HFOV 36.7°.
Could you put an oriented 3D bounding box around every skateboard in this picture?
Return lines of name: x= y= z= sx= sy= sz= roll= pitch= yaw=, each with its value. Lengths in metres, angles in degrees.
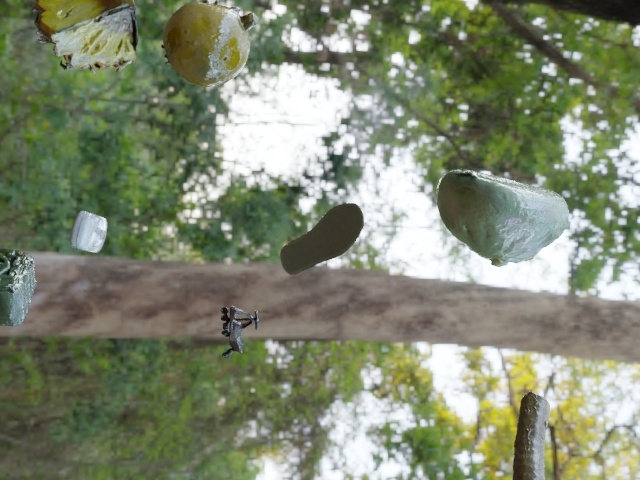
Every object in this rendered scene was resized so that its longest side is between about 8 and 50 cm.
skateboard: x=-0.176 y=0.193 z=2.097 sx=0.151 sy=0.080 sz=0.067 roll=97 pitch=-9 yaw=-53

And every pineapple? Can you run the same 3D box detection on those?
pineapple: x=-0.420 y=-0.405 z=1.803 sx=0.186 sy=0.236 sz=0.114 roll=-37 pitch=-114 yaw=28

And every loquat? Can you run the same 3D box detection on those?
loquat: x=-0.214 y=-0.391 z=1.883 sx=0.172 sy=0.204 sz=0.149 roll=50 pitch=17 yaw=-39

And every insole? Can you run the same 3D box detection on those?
insole: x=0.000 y=0.000 z=1.103 sx=0.152 sy=0.002 sz=0.053 roll=-29 pitch=-103 yaw=45

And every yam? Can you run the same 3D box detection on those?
yam: x=0.371 y=0.402 z=1.701 sx=0.066 sy=0.066 sz=0.300 roll=113 pitch=-7 yaw=-48

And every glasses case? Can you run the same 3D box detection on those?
glasses case: x=-0.460 y=-0.015 z=1.916 sx=0.197 sy=0.049 sz=0.076 roll=124 pitch=-20 yaw=-85

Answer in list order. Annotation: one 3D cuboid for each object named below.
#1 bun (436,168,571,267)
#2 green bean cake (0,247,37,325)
bun: x=0.362 y=-0.040 z=1.975 sx=0.283 sy=0.283 sz=0.179 roll=-141 pitch=-115 yaw=-67
green bean cake: x=-0.620 y=0.079 z=1.752 sx=0.183 sy=0.185 sz=0.094 roll=-104 pitch=-157 yaw=-66
